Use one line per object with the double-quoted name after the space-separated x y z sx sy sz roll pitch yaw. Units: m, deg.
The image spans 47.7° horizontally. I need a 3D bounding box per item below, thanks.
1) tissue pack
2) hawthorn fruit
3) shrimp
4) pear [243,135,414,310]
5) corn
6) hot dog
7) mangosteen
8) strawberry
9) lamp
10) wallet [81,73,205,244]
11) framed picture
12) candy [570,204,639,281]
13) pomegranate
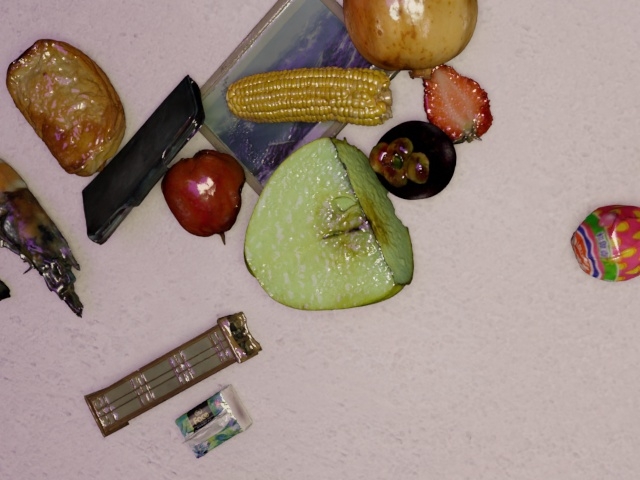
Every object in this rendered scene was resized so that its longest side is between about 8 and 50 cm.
-0.196 0.329 1.303 0.111 0.079 0.085 -33 84 14 "tissue pack"
-0.195 -0.071 1.259 0.148 0.148 0.172 -14 96 16 "hawthorn fruit"
-0.621 0.016 1.411 0.445 0.085 0.272 41 107 13 "shrimp"
0.000 0.000 1.198 0.292 0.159 0.293 0 90 18 "pear"
-0.022 -0.238 1.206 0.291 0.101 0.101 2 93 20 "corn"
-0.458 -0.236 1.340 0.175 0.114 0.259 -36 85 9 "hot dog"
0.142 -0.127 1.152 0.137 0.151 0.137 6 101 32 "mangosteen"
0.222 -0.223 1.184 0.104 0.048 0.152 -28 76 21 "strawberry"
-0.269 0.243 1.316 0.325 0.089 0.090 -29 83 14 "lamp"
-0.314 -0.141 1.283 0.318 0.045 0.172 -45 38 16 "wallet"
-0.059 -0.264 1.272 0.335 0.022 0.247 -44 80 13 "framed picture"
0.561 -0.028 1.080 0.365 0.124 0.124 -14 88 4 "candy"
0.136 -0.351 1.121 0.215 0.215 0.215 1 92 16 "pomegranate"
